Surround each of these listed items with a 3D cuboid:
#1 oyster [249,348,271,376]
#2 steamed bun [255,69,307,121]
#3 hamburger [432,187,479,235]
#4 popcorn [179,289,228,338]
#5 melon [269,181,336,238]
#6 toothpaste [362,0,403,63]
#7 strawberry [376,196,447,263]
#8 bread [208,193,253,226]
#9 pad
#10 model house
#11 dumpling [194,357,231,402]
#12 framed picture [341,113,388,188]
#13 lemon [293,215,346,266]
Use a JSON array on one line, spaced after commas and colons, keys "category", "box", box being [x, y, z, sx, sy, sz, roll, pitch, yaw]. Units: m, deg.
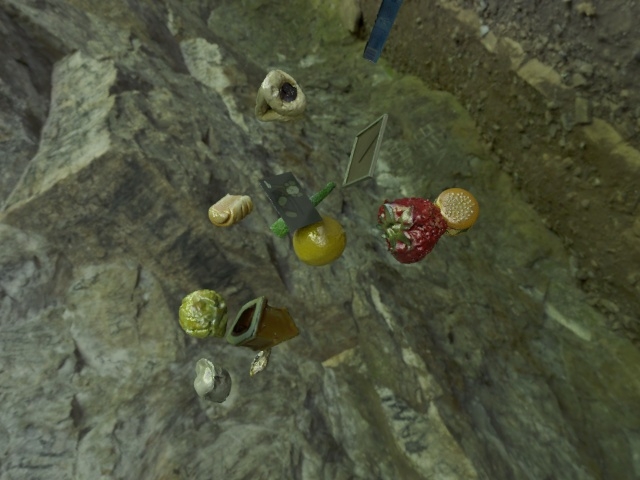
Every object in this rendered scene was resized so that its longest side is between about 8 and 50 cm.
[{"category": "oyster", "box": [-0.263, 0.537, 2.125, 0.072, 0.133, 0.209, 37, -163, -2]}, {"category": "steamed bun", "box": [-0.119, -0.455, 1.497, 0.155, 0.172, 0.141, 25, -125, -1]}, {"category": "hamburger", "box": [0.445, -0.094, 1.517, 0.162, 0.161, 0.115, 60, 171, 18]}, {"category": "popcorn", "box": [-0.434, 0.292, 1.726, 0.213, 0.197, 0.198, 55, -171, -47]}, {"category": "melon", "box": [-0.045, -0.100, 1.518, 0.053, 0.261, 0.114, 51, -178, 13]}, {"category": "toothpaste", "box": [0.178, -0.602, 1.251, 0.053, 0.066, 0.272, 26, 162, -1]}, {"category": "strawberry", "box": [0.264, -0.037, 1.281, 0.187, 0.201, 0.185, 43, 140, 48]}, {"category": "bread", "box": [-0.325, -0.109, 1.648, 0.177, 0.119, 0.084, -45, -38, -46]}, {"category": "pad", "box": [-0.088, -0.119, 1.346, 0.127, 0.004, 0.190, -22, -108, -37]}, {"category": "model house", "box": [-0.233, 0.374, 1.919, 0.239, 0.268, 0.174, 24, -126, -33]}, {"category": "dumpling", "box": [-0.453, 0.571, 1.852, 0.172, 0.142, 0.247, 33, 135, 30]}, {"category": "framed picture", "box": [0.126, -0.254, 1.340, 0.016, 0.184, 0.250, 16, 174, -14]}, {"category": "lemon", "box": [0.000, 0.000, 1.594, 0.178, 0.203, 0.179, 35, -136, -42]}]
